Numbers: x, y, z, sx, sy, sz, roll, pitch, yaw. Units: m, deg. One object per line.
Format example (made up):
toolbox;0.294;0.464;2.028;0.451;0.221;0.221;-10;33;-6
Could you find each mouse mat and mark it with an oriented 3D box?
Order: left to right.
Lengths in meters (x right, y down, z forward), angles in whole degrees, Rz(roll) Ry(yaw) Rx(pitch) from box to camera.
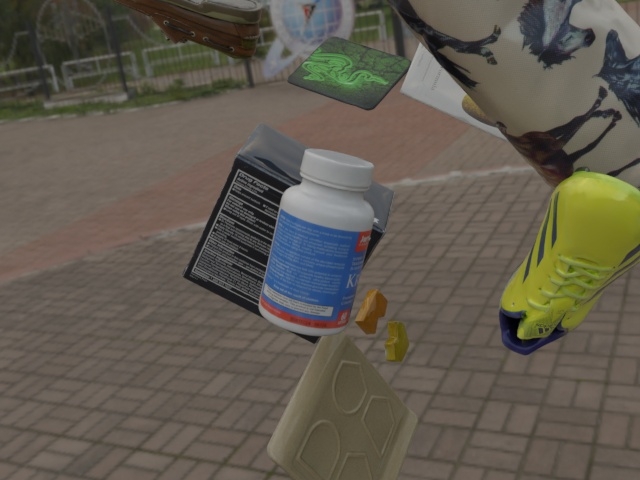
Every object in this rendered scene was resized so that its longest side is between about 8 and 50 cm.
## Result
mouse mat;0.053;-0.307;1.342;0.190;0.007;0.152;24;59;27

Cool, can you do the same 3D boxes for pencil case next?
pencil case;0.189;-0.225;0.705;0.183;0.410;0.160;-47;14;-1

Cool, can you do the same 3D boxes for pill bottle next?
pill bottle;0.000;0.000;0.953;0.124;0.221;0.124;12;15;-3

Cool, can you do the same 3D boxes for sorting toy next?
sorting toy;0.054;0.237;1.068;0.041;0.229;0.307;-11;40;44

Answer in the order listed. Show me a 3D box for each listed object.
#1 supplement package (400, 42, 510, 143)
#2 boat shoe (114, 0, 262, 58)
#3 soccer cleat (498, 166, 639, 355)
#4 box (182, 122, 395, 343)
supplement package;0.266;-0.225;1.070;0.244;0.139;0.134;33;20;33
boat shoe;-0.259;-0.408;1.352;0.307;0.104;0.111;19;34;13
soccer cleat;0.224;0.035;0.674;0.093;0.289;0.121;29;72;14
box;-0.058;-0.014;1.408;0.296;0.294;0.183;28;32;-4
